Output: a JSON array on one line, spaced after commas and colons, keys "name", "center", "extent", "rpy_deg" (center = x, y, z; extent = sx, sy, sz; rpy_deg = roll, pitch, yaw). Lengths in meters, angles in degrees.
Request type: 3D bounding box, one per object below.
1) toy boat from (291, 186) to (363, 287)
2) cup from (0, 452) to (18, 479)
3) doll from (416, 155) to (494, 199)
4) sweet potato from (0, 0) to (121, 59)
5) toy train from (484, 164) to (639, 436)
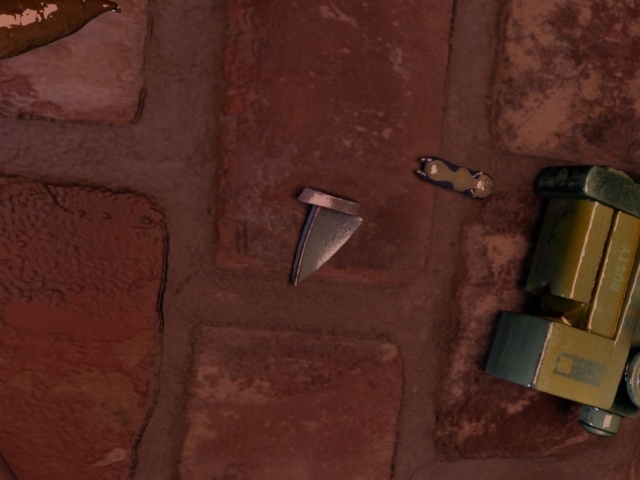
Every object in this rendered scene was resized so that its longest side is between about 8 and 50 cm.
[{"name": "toy boat", "center": [0.000, 0.001, 1.276], "extent": [0.096, 0.034, 0.122], "rpy_deg": [14, 98, -30]}, {"name": "cup", "center": [-0.418, 0.273, 1.002], "extent": [0.253, 0.191, 0.200], "rpy_deg": [-24, 113, 7]}, {"name": "doll", "center": [0.178, -0.082, 1.360], "extent": [0.125, 0.027, 0.037], "rpy_deg": [15, 96, -30]}, {"name": "sweet potato", "center": [-0.337, -0.212, 1.036], "extent": [0.270, 0.075, 0.074], "rpy_deg": [-24, 107, -15]}, {"name": "toy train", "center": [0.392, 0.066, 1.430], "extent": [0.253, 0.160, 0.397], "rpy_deg": [19, 87, -22]}]
